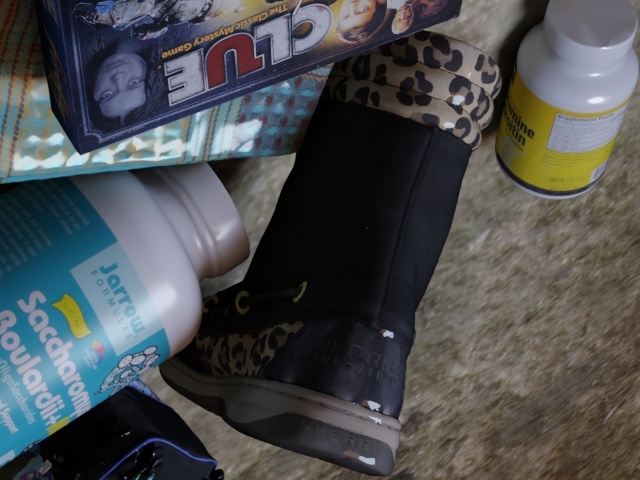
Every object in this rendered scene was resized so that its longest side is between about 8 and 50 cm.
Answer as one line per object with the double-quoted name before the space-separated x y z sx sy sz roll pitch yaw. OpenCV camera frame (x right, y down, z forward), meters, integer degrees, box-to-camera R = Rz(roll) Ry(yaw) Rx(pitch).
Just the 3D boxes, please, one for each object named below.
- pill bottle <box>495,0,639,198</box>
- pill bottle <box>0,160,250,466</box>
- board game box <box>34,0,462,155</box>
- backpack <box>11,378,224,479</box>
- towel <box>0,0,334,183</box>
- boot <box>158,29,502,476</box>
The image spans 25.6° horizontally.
"pill bottle" 0.213 -0.127 1.203 0.103 0.103 0.184 -29 151 -24
"pill bottle" -0.177 0.041 0.884 0.264 0.146 0.146 -33 152 -17
"board game box" -0.030 -0.153 0.733 0.243 0.042 0.165 -23 145 -19
"backpack" -0.188 0.202 1.144 0.173 0.117 0.158 -44 154 2
"towel" -0.126 -0.134 0.740 0.370 0.040 0.271 -8 138 -34
"boot" 0.000 0.000 1.017 0.377 0.138 0.284 -172 -80 -77
